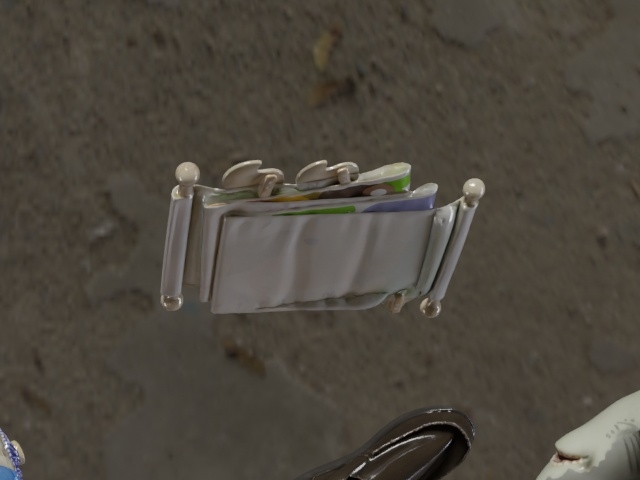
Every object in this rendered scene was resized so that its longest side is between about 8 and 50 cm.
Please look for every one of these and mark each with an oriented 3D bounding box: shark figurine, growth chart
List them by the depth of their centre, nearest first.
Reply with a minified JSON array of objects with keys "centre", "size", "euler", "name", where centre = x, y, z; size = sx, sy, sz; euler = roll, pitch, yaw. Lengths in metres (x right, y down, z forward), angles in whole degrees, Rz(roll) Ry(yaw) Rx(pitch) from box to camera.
[{"centre":[0.280,0.127,1.275],"size":[0.278,0.166,0.116],"euler":[-19,106,53],"name":"shark figurine"},{"centre":[0.000,0.000,1.390],"size":[0.237,0.021,0.172],"euler":[1,139,-20],"name":"growth chart"}]

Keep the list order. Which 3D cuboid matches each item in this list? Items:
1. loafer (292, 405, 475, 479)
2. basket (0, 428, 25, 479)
[{"centre":[0.068,0.253,2.091],"size":[0.220,0.078,0.080],"euler":[-30,114,2],"name":"loafer"},{"centre":[-0.340,0.255,1.655],"size":[0.201,0.289,0.255],"euler":[1,148,-11],"name":"basket"}]
